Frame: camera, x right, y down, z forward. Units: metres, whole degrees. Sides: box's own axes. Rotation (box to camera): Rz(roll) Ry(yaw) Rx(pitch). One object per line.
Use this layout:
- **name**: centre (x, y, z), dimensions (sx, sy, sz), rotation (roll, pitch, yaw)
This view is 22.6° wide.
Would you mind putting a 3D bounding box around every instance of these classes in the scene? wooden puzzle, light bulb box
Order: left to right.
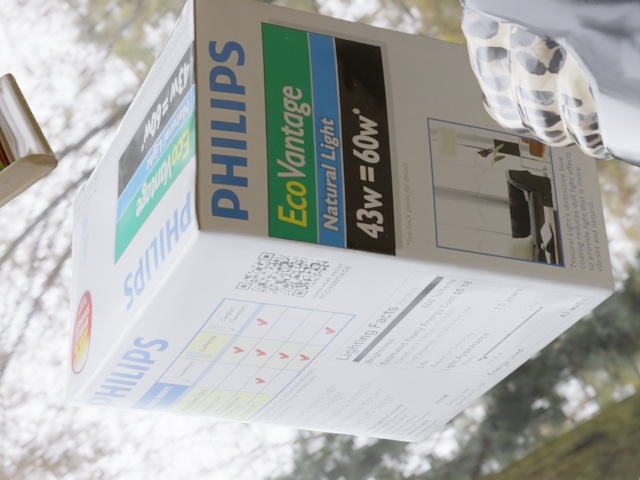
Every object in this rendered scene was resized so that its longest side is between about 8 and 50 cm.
- **wooden puzzle**: centre (-0.300, -0.032, 1.152), dimensions (0.044, 0.221, 0.239), rotation (54, 178, -25)
- **light bulb box**: centre (0.000, 0.000, 1.391), dimensions (0.361, 0.358, 0.225), rotation (9, -121, -22)

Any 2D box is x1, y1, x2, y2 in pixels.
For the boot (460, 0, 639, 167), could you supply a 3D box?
- **boot**: centre (0.193, -0.103, 0.517), dimensions (0.284, 0.377, 0.138), rotation (24, -114, 21)
